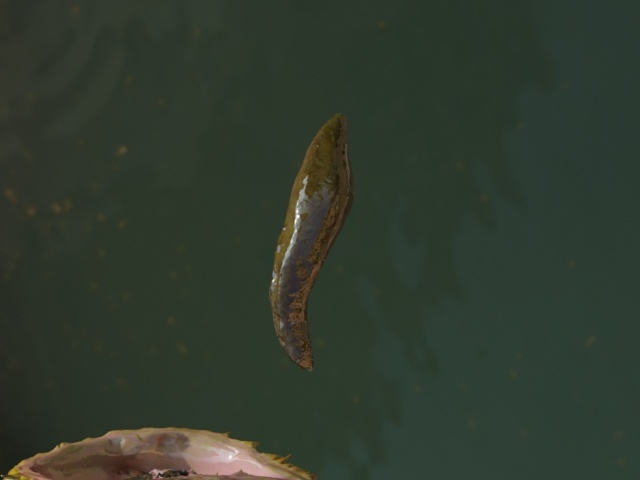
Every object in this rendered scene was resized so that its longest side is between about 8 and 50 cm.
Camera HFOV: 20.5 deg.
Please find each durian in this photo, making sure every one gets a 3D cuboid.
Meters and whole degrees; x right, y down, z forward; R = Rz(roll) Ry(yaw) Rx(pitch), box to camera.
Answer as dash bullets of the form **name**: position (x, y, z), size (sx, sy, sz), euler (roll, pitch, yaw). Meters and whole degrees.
- **durian**: position (-0.106, 0.182, 1.198), size (0.165, 0.182, 0.132), euler (51, 150, 17)

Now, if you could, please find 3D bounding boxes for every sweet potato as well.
- **sweet potato**: position (-0.006, 0.000, 1.032), size (0.038, 0.041, 0.153), euler (12, 92, 58)
